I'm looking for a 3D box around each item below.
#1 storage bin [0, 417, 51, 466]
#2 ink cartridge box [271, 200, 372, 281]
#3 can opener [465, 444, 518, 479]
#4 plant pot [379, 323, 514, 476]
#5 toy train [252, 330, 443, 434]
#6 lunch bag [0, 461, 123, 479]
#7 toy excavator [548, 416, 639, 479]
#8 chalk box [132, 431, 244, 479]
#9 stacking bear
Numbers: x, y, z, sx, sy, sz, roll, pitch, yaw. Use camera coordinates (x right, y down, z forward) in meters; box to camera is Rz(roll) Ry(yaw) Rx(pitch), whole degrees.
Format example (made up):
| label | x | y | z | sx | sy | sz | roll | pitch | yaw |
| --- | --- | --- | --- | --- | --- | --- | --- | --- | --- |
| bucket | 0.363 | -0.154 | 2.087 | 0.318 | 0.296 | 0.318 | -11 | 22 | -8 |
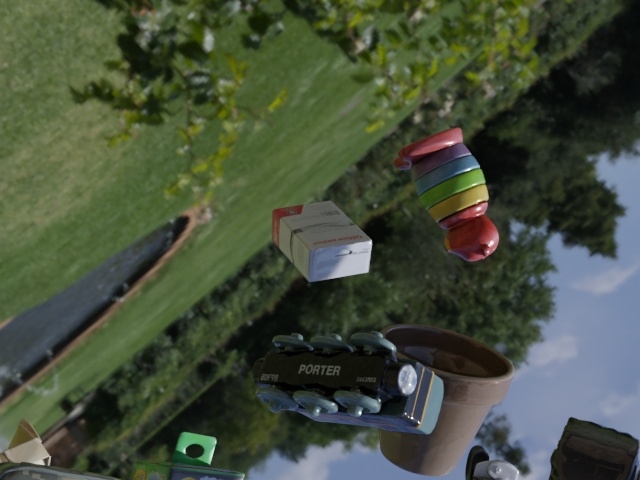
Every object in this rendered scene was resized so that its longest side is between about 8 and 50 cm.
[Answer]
| label | x | y | z | sx | sy | sz | roll | pitch | yaw |
| --- | --- | --- | --- | --- | --- | --- | --- | --- | --- |
| storage bin | -0.668 | 0.481 | 1.758 | 0.262 | 0.123 | 0.260 | -16 | 146 | -49 |
| ink cartridge box | 0.000 | 0.000 | 1.511 | 0.109 | 0.150 | 0.063 | -9 | 121 | -24 |
| can opener | 0.265 | 0.483 | 1.562 | 0.093 | 0.074 | 0.280 | -117 | -144 | -81 |
| plant pot | 0.210 | 0.309 | 1.771 | 0.263 | 0.263 | 0.229 | -39 | 143 | -75 |
| toy train | 0.041 | 0.243 | 1.568 | 0.333 | 0.190 | 0.142 | -6 | -123 | 42 |
| lunch bag | -0.368 | 0.432 | 1.169 | 0.256 | 0.212 | 0.305 | -23 | -126 | 60 |
| toy excavator | 0.233 | 0.398 | 0.704 | 0.433 | 0.222 | 0.445 | 54 | 54 | -65 |
| chalk box | -0.210 | 0.404 | 1.446 | 0.132 | 0.132 | 0.213 | -15 | -117 | 54 |
| stacking bear | 0.299 | -0.089 | 2.104 | 0.164 | 0.289 | 0.175 | -24 | 175 | -4 |
